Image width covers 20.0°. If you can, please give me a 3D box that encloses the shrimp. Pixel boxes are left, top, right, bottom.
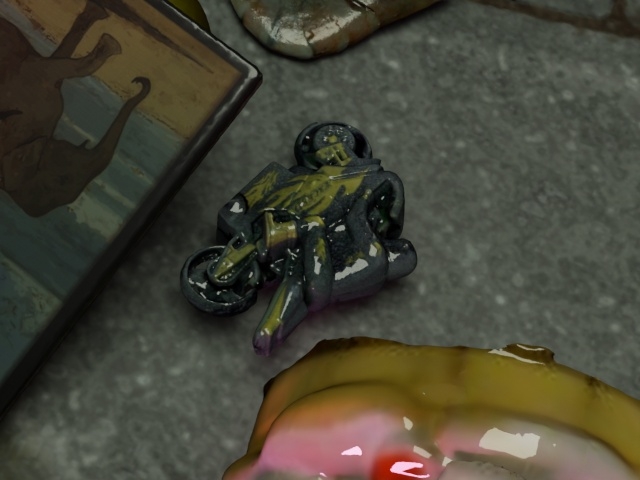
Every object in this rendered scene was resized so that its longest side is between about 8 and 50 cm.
[{"bbox_3d":[0.017,-0.214,1.328,0.195,0.035,0.148,-24,66,-18],"label":"shrimp"}]

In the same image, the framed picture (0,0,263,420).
[{"bbox_3d":[-0.237,-0.042,1.122,0.265,0.016,0.347,38,89,11],"label":"framed picture"}]

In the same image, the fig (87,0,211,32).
[{"bbox_3d":[-0.140,-0.127,1.196,0.153,0.136,0.121,34,45,26],"label":"fig"}]

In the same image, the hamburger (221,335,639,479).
[{"bbox_3d":[0.069,0.202,0.985,0.276,0.276,0.236,15,59,0],"label":"hamburger"}]

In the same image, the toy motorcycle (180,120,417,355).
[{"bbox_3d":[0.000,0.000,1.191,0.124,0.061,0.193,29,53,15],"label":"toy motorcycle"}]
